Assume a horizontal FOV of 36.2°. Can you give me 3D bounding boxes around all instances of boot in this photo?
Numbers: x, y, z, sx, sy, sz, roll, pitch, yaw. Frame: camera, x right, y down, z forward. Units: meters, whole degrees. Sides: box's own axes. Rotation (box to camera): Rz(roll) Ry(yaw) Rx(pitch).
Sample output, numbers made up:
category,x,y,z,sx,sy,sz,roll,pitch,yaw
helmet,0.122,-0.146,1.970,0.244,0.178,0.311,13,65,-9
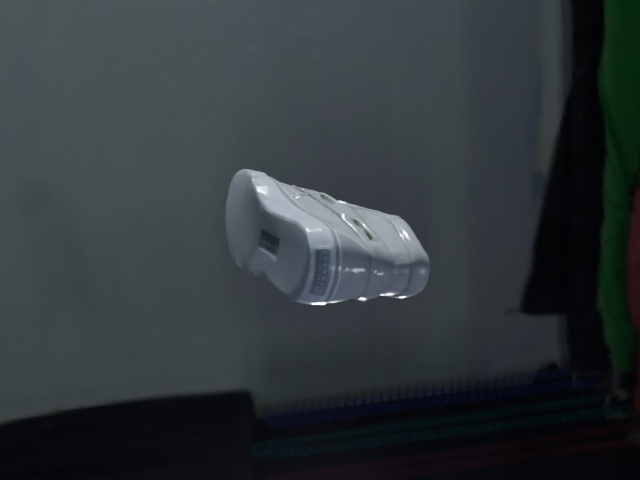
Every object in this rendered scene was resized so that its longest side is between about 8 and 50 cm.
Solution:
category,x,y,z,sx,sy,sz,roll,pitch,yaw
boot,0.000,0.000,0.905,0.258,0.123,0.095,-139,-123,-61
